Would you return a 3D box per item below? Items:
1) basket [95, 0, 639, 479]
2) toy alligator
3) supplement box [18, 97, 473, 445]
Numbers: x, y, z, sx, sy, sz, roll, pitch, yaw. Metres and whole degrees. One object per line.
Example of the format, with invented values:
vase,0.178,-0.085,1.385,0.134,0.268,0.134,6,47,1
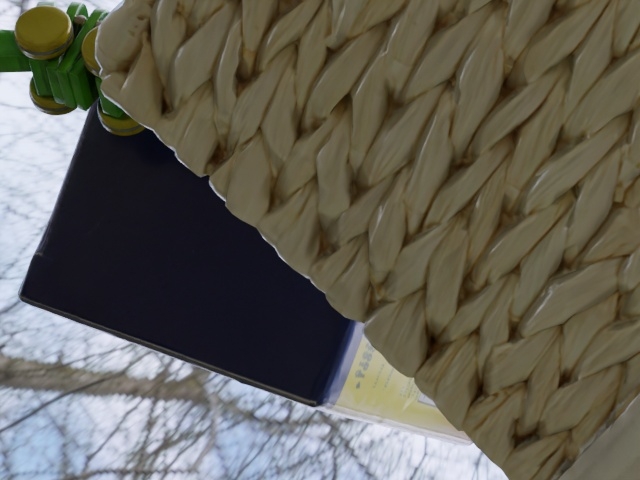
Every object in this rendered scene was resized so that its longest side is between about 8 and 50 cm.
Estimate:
basket,0.152,-0.124,0.624,0.266,0.331,0.328,42,-56,12
toy alligator,-0.090,-0.087,0.849,0.189,0.056,0.051,16,-122,14
supplement box,0.000,0.000,1.065,0.195,0.356,0.194,18,-94,21
